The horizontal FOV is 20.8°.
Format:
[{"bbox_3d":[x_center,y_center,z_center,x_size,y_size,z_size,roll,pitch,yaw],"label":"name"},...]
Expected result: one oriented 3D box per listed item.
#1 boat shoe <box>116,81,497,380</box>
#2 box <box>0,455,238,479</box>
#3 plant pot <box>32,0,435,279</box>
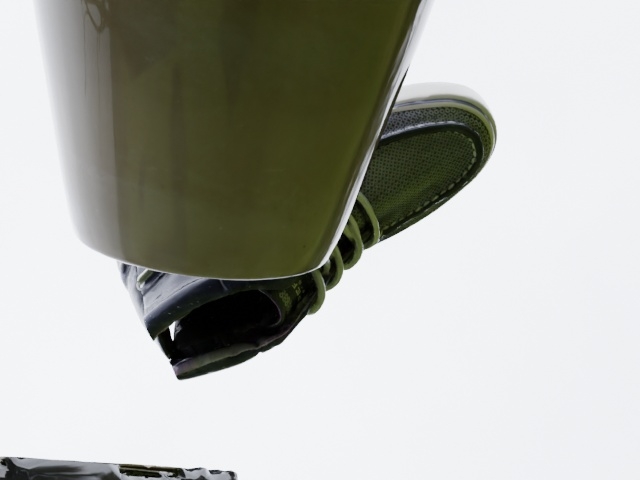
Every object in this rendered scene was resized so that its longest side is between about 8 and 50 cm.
[{"bbox_3d":[0.000,0.000,1.414,0.340,0.158,0.127,-27,-57,6],"label":"boat shoe"},{"bbox_3d":[-0.099,0.236,0.706,0.073,0.295,0.293,-21,-17,23],"label":"box"},{"bbox_3d":[-0.067,-0.130,1.231,0.323,0.323,0.280,-3,-73,-34],"label":"plant pot"}]
